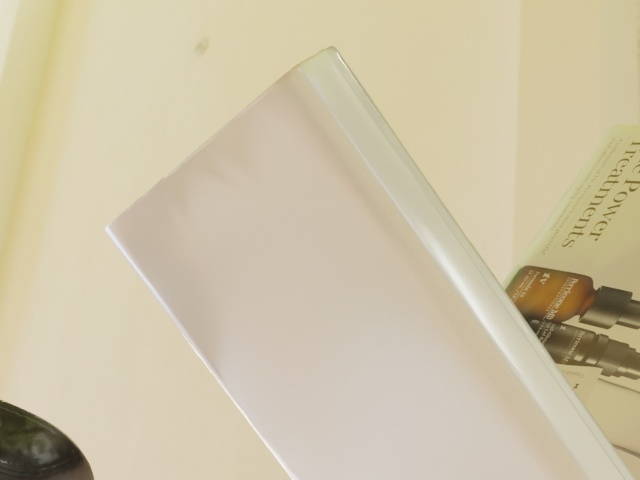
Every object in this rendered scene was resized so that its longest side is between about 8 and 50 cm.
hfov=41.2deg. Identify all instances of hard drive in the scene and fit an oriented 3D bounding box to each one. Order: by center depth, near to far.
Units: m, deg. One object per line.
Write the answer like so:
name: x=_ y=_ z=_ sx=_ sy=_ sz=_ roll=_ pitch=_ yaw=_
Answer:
hard drive: x=0.029 y=0.078 z=0.446 sx=0.040 sy=0.307 sz=0.203 roll=-40 pitch=-173 yaw=-41

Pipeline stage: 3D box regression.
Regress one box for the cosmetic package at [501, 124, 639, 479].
cosmetic package: x=0.271 y=0.071 z=0.700 sx=0.377 sy=0.097 sz=0.284 roll=-53 pitch=-153 yaw=-12

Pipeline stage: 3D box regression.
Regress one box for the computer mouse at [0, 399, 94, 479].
computer mouse: x=-0.282 y=0.142 z=0.554 sx=0.188 sy=0.272 sz=0.072 roll=-49 pitch=-158 yaw=31
